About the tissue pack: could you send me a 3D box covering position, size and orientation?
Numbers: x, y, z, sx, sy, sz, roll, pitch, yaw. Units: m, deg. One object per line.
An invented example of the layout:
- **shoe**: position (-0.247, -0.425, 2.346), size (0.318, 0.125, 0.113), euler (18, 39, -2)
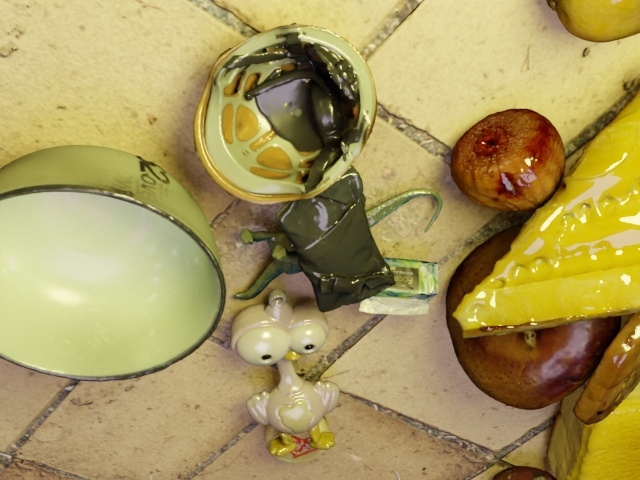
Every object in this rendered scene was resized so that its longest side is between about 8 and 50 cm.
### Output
- **tissue pack**: position (0.111, 0.072, 1.238), size (0.111, 0.079, 0.085), euler (6, 162, -11)

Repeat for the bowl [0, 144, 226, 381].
- **bowl**: position (-0.299, 0.007, 1.088), size (0.354, 0.185, 0.354), euler (-2, 133, -2)

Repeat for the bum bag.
- **bum bag**: position (0.026, 0.011, 1.093), size (0.123, 0.060, 0.248), euler (-33, 132, -7)

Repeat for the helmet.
- **helmet**: position (-0.031, -0.153, 0.985), size (0.224, 0.130, 0.198), euler (-36, 93, 22)

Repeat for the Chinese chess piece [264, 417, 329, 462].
- **Chinese chess piece**: position (-0.043, 0.361, 1.529), size (0.122, 0.051, 0.122), euler (-2, 133, -2)

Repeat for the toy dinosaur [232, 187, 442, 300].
- **toy dinosaur**: position (-0.009, -0.001, 1.181), size (0.363, 0.076, 0.147), euler (-28, 154, 20)

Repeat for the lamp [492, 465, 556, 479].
- **lamp**: position (0.411, 0.525, 1.650), size (0.156, 0.135, 0.157), euler (7, 148, 19)

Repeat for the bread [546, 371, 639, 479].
- **bread**: position (0.595, 0.337, 1.495), size (0.333, 0.143, 0.323), euler (-2, 132, -3)

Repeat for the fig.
- **fig**: position (0.270, -0.071, 1.085), size (0.134, 0.146, 0.201), euler (-50, 120, -15)

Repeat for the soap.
- **soap**: position (0.321, -0.048, 1.052), size (0.339, 0.304, 0.169), euler (-12, 167, 17)

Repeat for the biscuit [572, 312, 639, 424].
- **biscuit**: position (0.494, 0.133, 1.224), size (0.359, 0.046, 0.359), euler (-38, 151, -26)

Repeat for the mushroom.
- **mushroom**: position (0.312, 0.114, 1.243), size (0.267, 0.267, 0.254), euler (-14, 165, 8)

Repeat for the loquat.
- **loquat**: position (0.317, -0.289, 0.895), size (0.163, 0.137, 0.163), euler (-5, 152, -3)

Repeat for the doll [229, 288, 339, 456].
- **doll**: position (-0.053, 0.215, 1.360), size (0.160, 0.094, 0.365), euler (-8, 131, -1)
